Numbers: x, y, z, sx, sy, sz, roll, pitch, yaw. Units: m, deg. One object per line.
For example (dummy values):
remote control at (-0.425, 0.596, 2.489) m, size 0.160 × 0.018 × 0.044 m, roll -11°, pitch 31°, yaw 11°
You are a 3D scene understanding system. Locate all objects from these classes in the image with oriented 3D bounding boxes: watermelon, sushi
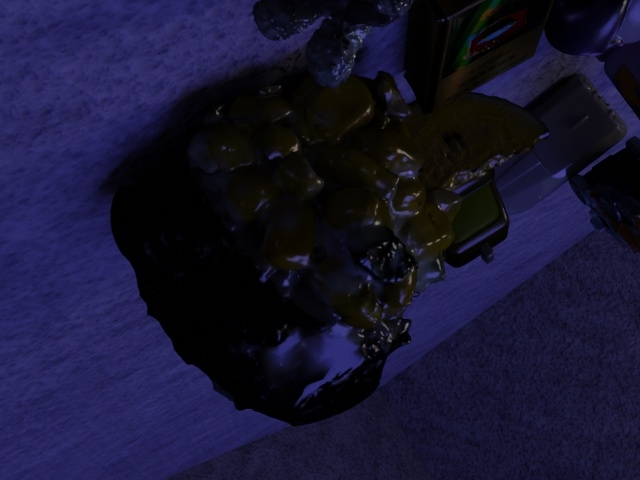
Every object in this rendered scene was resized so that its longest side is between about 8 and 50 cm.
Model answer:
watermelon at (0.142, -0.104, 1.350) m, size 0.301 × 0.129 × 0.123 m, roll -30°, pitch 136°, yaw -7°
sushi at (0.000, 0.000, 1.086) m, size 0.285 × 0.328 × 0.328 m, roll -35°, pitch 161°, yaw 32°

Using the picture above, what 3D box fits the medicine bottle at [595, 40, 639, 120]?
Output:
medicine bottle at (0.478, -0.230, 1.343) m, size 0.178 × 0.290 × 0.178 m, roll -30°, pitch 164°, yaw -9°

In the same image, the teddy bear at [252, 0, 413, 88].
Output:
teddy bear at (0.035, -0.228, 0.797) m, size 0.111 × 0.133 × 0.213 m, roll -22°, pitch 149°, yaw -39°

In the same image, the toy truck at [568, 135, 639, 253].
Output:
toy truck at (0.505, -0.049, 1.558) m, size 0.136 × 0.162 × 0.305 m, roll -34°, pitch -168°, yaw 3°

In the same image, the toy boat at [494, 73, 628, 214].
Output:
toy boat at (0.369, -0.152, 1.703) m, size 0.269 × 0.140 × 0.141 m, roll -41°, pitch 163°, yaw 36°

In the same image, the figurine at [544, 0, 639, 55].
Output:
figurine at (0.354, -0.290, 1.157) m, size 0.222 × 0.145 × 0.145 m, roll -37°, pitch 164°, yaw 28°

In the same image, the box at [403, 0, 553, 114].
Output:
box at (0.173, -0.243, 1.124) m, size 0.159 × 0.071 × 0.240 m, roll -28°, pitch 164°, yaw -5°

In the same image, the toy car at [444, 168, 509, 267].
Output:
toy car at (0.198, -0.050, 1.537) m, size 0.204 × 0.198 × 0.248 m, roll -32°, pitch 165°, yaw -1°
